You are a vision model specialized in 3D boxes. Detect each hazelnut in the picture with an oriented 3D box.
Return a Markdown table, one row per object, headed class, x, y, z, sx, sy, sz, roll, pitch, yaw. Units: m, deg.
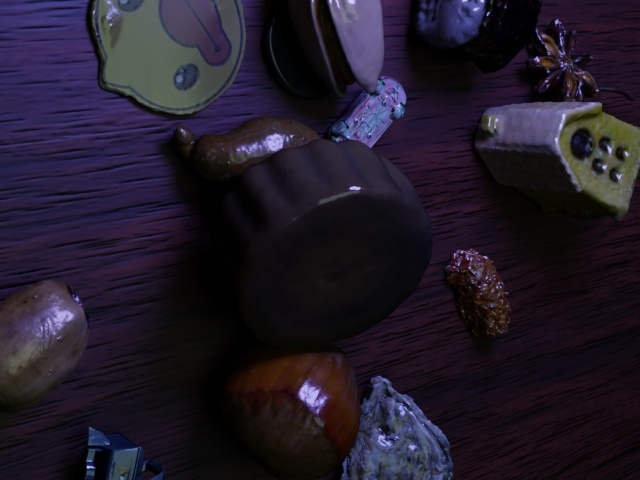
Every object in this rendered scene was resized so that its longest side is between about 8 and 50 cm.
| class | x | y | z | sx | sy | sz | roll | pitch | yaw |
| --- | --- | --- | --- | --- | --- | --- | --- | --- | --- |
| hazelnut | -0.030 | 0.229 | 1.391 | 0.210 | 0.186 | 0.210 | -1 | 99 | -8 |

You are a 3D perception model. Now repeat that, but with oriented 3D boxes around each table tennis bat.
| class | x | y | z | sx | sy | sz | roll | pitch | yaw |
| --- | --- | --- | --- | --- | --- | --- | --- | --- | --- |
| table tennis bat | -0.034 | -0.313 | 1.431 | 0.150 | 0.027 | 0.236 | -44 | 119 | -26 |

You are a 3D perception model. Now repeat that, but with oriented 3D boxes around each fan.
| class | x | y | z | sx | sy | sz | roll | pitch | yaw |
| --- | --- | --- | --- | --- | --- | --- | --- | --- | --- |
| fan | -0.166 | -0.308 | 1.324 | 0.335 | 0.011 | 0.229 | -45 | 118 | -18 |

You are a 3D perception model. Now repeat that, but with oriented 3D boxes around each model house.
| class | x | y | z | sx | sy | sz | roll | pitch | yaw |
| --- | --- | --- | --- | --- | --- | --- | --- | --- | --- |
| model house | 0.383 | -0.142 | 1.649 | 0.234 | 0.193 | 0.175 | 15 | 88 | -36 |

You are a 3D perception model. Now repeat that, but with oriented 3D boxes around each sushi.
| class | x | y | z | sx | sy | sz | roll | pitch | yaw |
| --- | --- | --- | --- | --- | --- | --- | --- | --- | --- |
| sushi | 0.273 | -0.436 | 1.520 | 0.207 | 0.234 | 0.349 | 8 | 95 | -36 |

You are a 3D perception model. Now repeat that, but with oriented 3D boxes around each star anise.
| class | x | y | z | sx | sy | sz | roll | pitch | yaw |
| --- | --- | --- | --- | --- | --- | --- | --- | --- | --- |
| star anise | 0.439 | -0.274 | 1.733 | 0.234 | 0.073 | 0.177 | 41 | 58 | -9 |

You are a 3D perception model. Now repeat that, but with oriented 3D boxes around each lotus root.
| class | x | y | z | sx | sy | sz | roll | pitch | yaw |
| --- | --- | --- | --- | --- | --- | --- | --- | --- | --- |
| lotus root | -0.364 | 0.139 | 1.185 | 0.125 | 0.118 | 0.221 | 49 | 63 | -11 |

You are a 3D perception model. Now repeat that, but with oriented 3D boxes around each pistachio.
| class | x | y | z | sx | sy | sz | roll | pitch | yaw |
| --- | --- | --- | --- | --- | --- | --- | --- | --- | --- |
| pistachio | 0.027 | -0.307 | 1.389 | 0.152 | 0.126 | 0.223 | -63 | 140 | -62 |

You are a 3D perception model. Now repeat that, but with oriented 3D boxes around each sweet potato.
| class | x | y | z | sx | sy | sz | roll | pitch | yaw |
| --- | --- | --- | --- | --- | --- | --- | --- | --- | --- |
| sweet potato | -0.060 | -0.110 | 1.389 | 0.310 | 0.098 | 0.124 | 21 | 111 | -38 |

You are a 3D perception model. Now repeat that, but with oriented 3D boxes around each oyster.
| class | x | y | z | sx | sy | sz | roll | pitch | yaw |
| --- | --- | --- | --- | --- | --- | --- | --- | --- | --- |
| oyster | 0.115 | 0.364 | 1.569 | 0.198 | 0.112 | 0.268 | 22 | 90 | -14 |

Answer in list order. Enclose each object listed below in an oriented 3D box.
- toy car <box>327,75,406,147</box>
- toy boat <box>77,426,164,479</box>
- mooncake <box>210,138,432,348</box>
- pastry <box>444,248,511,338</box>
| class | x | y | z | sx | sy | sz | roll | pitch | yaw |
| --- | --- | --- | --- | --- | --- | --- | --- | --- | --- |
| toy car | 0.068 | -0.183 | 1.500 | 0.142 | 0.055 | 0.069 | -50 | 120 | -5 |
| toy boat | -0.272 | 0.366 | 1.286 | 0.103 | 0.093 | 0.246 | 12 | 87 | -29 |
| mooncake | 0.000 | 0.000 | 1.342 | 0.290 | 0.161 | 0.290 | -16 | 135 | -17 |
| pastry | 0.273 | 0.090 | 1.670 | 0.087 | 0.063 | 0.169 | -39 | 117 | -24 |
